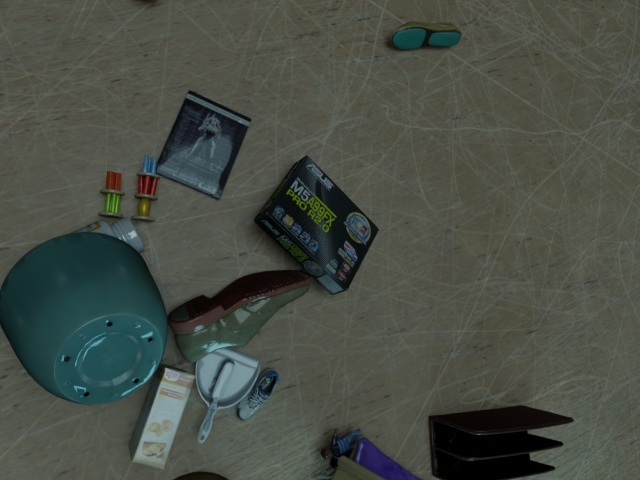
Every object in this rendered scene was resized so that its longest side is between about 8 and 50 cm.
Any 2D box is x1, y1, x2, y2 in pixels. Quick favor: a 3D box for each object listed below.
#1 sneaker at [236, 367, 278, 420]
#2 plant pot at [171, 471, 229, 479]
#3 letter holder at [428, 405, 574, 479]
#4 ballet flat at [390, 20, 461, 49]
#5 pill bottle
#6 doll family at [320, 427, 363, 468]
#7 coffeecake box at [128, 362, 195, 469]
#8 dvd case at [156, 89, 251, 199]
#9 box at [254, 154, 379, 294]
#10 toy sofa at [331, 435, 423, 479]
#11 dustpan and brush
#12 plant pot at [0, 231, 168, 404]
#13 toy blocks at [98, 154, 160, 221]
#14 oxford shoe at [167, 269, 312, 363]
[{"bbox_3d":[-0.143,0.351,1.290,0.052,0.058,0.135,40,71,-11],"label":"sneaker"},{"bbox_3d":[-0.229,0.609,1.115,0.237,0.254,0.237,4,80,-20],"label":"plant pot"},{"bbox_3d":[0.460,0.516,1.409,0.302,0.214,0.152,1,82,-21],"label":"letter holder"},{"bbox_3d":[0.288,-0.585,1.596,0.232,0.080,0.073,-6,56,-24],"label":"ballet flat"},{"bbox_3d":[-0.485,0.033,1.176,0.215,0.117,0.117,-29,93,-22],"label":"pill bottle"},{"bbox_3d":[0.064,0.536,1.337,0.111,0.076,0.193,-17,83,-18],"label":"doll family"},{"bbox_3d":[-0.331,0.357,1.172,0.068,0.142,0.185,21,75,-17],"label":"coffeecake box"},{"bbox_3d":[-0.278,-0.228,1.347,0.164,0.018,0.221,23,76,-15],"label":"dvd case"},{"bbox_3d":[-0.002,-0.037,1.350,0.270,0.060,0.216,45,52,-17],"label":"box"},{"bbox_3d":[0.189,0.608,1.276,0.362,0.150,0.177,43,70,-29],"label":"toy sofa"},{"bbox_3d":[-0.229,0.342,1.256,0.147,0.060,0.211,25,74,-15],"label":"dustpan and brush"},{"bbox_3d":[-0.422,0.161,1.051,0.293,0.235,0.293,-16,121,-30],"label":"plant pot"},{"bbox_3d":[-0.422,-0.121,1.253,0.123,0.054,0.148,7,83,-20],"label":"toy blocks"},{"bbox_3d":[-0.171,0.165,1.293,0.348,0.123,0.130,-19,112,-24],"label":"oxford shoe"}]
